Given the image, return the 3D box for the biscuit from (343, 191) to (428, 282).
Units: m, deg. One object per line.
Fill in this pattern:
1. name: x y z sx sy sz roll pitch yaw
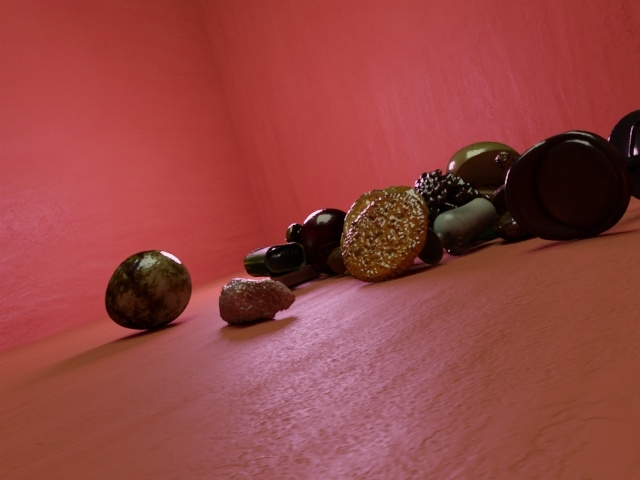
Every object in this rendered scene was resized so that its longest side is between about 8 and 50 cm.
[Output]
1. biscuit: 0.153 -0.010 1.514 0.254 0.254 0.035 -15 -39 41

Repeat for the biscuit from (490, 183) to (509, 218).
1. biscuit: 0.522 -0.088 1.664 0.124 0.175 0.026 -16 43 10

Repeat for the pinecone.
1. pinecone: 0.357 -0.083 1.771 0.272 0.224 0.224 19 -17 -28

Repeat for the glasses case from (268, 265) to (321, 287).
1. glasses case: -0.082 0.118 2.055 0.083 0.050 0.196 -11 5 45

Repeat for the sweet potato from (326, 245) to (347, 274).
1. sweet potato: 0.138 0.037 1.802 0.291 0.097 0.097 -22 -2 41

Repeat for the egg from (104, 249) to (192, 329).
1. egg: -0.534 0.157 1.904 0.289 0.238 0.238 -25 -1 18

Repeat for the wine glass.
1. wine glass: 0.338 -0.029 1.546 0.231 0.103 0.103 -25 7 -35

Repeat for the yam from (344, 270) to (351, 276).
1. yam: 0.122 0.083 1.765 0.116 0.021 0.021 -17 1 23

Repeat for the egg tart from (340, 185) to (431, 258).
1. egg tart: 0.154 -0.041 1.664 0.288 0.288 0.118 -15 -35 42

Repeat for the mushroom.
1. mushroom: 0.493 -0.120 1.545 0.148 0.218 0.227 -16 1 26

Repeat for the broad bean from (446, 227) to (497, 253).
1. broad bean: 0.397 -0.002 1.644 0.226 0.039 0.069 -22 39 -40

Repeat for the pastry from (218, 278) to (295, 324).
1. pastry: -0.171 0.139 1.418 0.112 0.103 0.265 -26 5 -33

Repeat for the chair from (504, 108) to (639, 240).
1. chair: 0.590 -0.137 1.277 0.401 0.227 0.226 -19 3 -32

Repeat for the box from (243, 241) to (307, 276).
1. box: -0.154 0.063 2.007 0.134 0.097 0.345 -19 3 -17

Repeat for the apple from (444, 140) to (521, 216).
1. apple: 0.549 -0.183 2.051 0.254 0.292 0.292 -5 -2 -18

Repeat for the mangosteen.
1. mangosteen: 0.000 0.000 2.014 0.257 0.215 0.215 4 8 19
